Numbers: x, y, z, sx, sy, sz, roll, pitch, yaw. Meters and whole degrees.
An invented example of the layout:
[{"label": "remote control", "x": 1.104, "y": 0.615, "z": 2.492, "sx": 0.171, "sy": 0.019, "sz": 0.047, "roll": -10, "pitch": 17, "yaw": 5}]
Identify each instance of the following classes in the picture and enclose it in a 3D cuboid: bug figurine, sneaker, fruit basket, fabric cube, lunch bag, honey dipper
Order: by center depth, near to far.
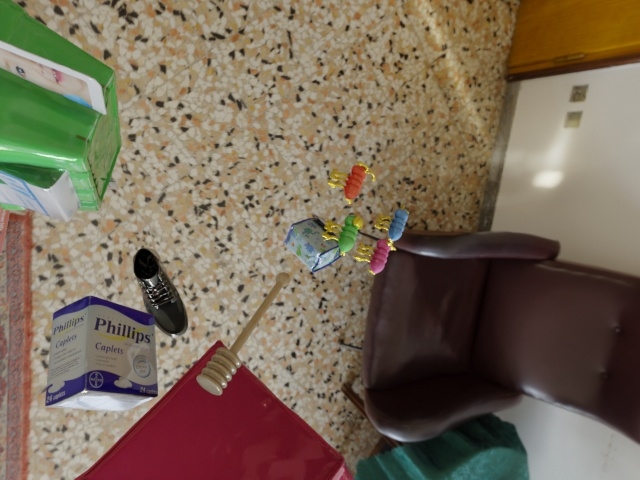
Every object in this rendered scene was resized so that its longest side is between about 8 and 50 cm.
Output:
[{"label": "fruit basket", "x": -0.403, "y": -0.135, "z": 0.421, "sx": 0.352, "sy": 0.327, "sz": 0.166, "roll": 10, "pitch": 75, "yaw": -23}, {"label": "honey dipper", "x": -0.074, "y": 0.091, "z": 0.450, "sx": 0.031, "sy": 0.030, "sz": 0.161, "roll": 58, "pitch": 45, "yaw": -25}, {"label": "fabric cube", "x": -0.120, "y": 0.355, "z": 0.586, "sx": 0.254, "sy": 0.259, "sz": 0.258, "roll": -44, "pitch": 145, "yaw": -21}, {"label": "sneaker", "x": -0.361, "y": 0.121, "z": 0.912, "sx": 0.083, "sy": 0.118, "sz": 0.222, "roll": -26, "pitch": 95, "yaw": -18}, {"label": "bug figurine", "x": 0.119, "y": -0.042, "z": 0.964, "sx": 0.279, "sy": 0.072, "sz": 0.216, "roll": 36, "pitch": 65, "yaw": -38}, {"label": "lunch bag", "x": 0.000, "y": 0.000, "z": 1.137, "sx": 0.151, "sy": 0.129, "sz": 0.096, "roll": -21, "pitch": 148, "yaw": -46}]

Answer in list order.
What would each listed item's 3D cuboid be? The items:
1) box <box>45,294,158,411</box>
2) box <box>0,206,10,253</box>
[{"label": "box", "x": -0.311, "y": 0.167, "z": 0.599, "sx": 0.072, "sy": 0.137, "sz": 0.126, "roll": -26, "pitch": 148, "yaw": 13}, {"label": "box", "x": -0.767, "y": -0.042, "z": 0.855, "sx": 0.170, "sy": 0.091, "sz": 0.130, "roll": -2, "pitch": 113, "yaw": -63}]
